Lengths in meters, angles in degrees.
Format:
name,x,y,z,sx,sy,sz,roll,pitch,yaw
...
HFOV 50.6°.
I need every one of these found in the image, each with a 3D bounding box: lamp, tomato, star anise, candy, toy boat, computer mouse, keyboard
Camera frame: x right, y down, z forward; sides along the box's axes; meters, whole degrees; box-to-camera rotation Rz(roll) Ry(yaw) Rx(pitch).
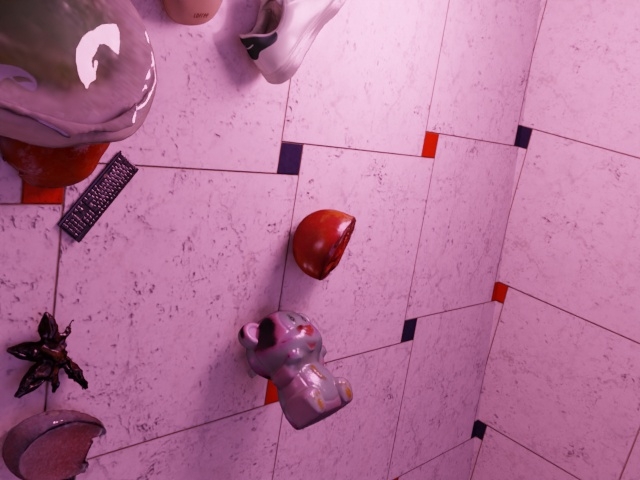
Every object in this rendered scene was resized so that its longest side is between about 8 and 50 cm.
name,x,y,z,sx,sy,sz,roll,pitch,yaw
lamp,-0.079,0.338,1.769,0.247,0.301,0.247,-9,152,-46
tomato,-0.468,-0.203,1.229,0.199,0.112,0.228,9,94,-49
star anise,-0.547,0.239,1.339,0.157,0.053,0.212,-26,125,-43
candy,-0.457,-0.318,1.086,0.427,0.186,0.386,26,59,-38
toy boat,-0.554,0.415,1.391,0.155,0.085,0.227,-61,152,0
computer mouse,-0.253,-0.553,1.358,0.145,0.082,0.237,-17,123,-46
tomato,0.000,0.000,1.832,0.200,0.139,0.233,-59,174,-6
keyboard,-0.447,-0.089,1.370,0.198,0.010,0.064,-56,136,-19

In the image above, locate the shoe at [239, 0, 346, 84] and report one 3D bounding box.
name,x,y,z,sx,sy,sz,roll,pitch,yaw
shoe,-0.059,-0.552,1.573,0.160,0.131,0.363,42,75,-43
